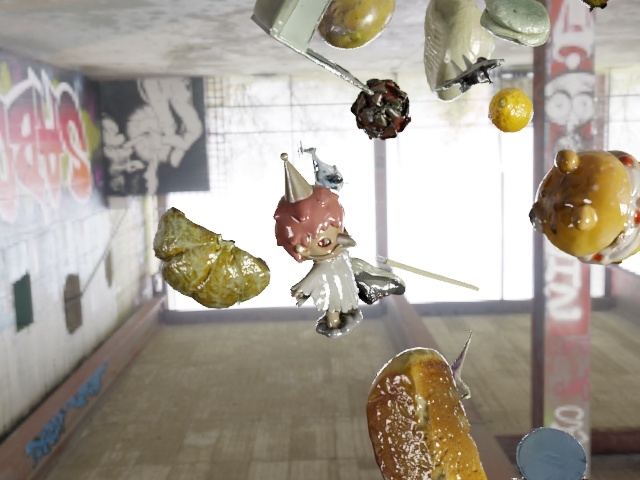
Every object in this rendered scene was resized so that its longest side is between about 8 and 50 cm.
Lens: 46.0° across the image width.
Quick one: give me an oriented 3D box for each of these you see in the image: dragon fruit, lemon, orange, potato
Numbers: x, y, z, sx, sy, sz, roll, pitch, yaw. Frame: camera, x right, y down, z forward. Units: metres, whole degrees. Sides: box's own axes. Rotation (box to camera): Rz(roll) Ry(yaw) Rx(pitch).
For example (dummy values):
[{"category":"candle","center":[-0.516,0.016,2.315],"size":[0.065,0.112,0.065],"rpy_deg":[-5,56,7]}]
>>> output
[{"category":"dragon fruit","center":[0.175,-0.369,2.138],"size":[0.182,0.182,0.189],"rpy_deg":[0,-143,15]},{"category":"lemon","center":[0.613,-0.423,2.444],"size":[0.142,0.142,0.187],"rpy_deg":[3,171,29]},{"category":"orange","center":[-0.330,0.077,2.188],"size":[0.368,0.210,0.271],"rpy_deg":[29,170,-13]},{"category":"potato","center":[0.080,-0.580,1.871],"size":[0.229,0.229,0.266],"rpy_deg":[0,-142,9]}]

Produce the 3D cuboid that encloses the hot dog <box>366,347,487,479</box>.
[{"category":"hot dog","center":[0.227,0.466,1.759],"size":[0.185,0.405,0.223],"rpy_deg":[-2,160,-44]}]

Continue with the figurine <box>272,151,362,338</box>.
[{"category":"figurine","center":[0.000,0.000,1.485],"size":[0.166,0.387,0.207],"rpy_deg":[3,-154,36]}]

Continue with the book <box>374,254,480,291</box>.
[{"category":"book","center":[0.263,0.081,1.887],"size":[0.241,0.018,0.170],"rpy_deg":[17,-179,-5]}]

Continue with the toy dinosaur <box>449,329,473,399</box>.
[{"category":"toy dinosaur","center":[0.447,0.443,2.563],"size":[0.251,0.200,0.072],"rpy_deg":[-22,173,-2]}]

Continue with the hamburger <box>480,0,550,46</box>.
[{"category":"hamburger","center":[0.318,-0.349,1.205],"size":[0.121,0.054,0.084],"rpy_deg":[9,-133,-14]}]

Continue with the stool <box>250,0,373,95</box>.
[{"category":"stool","center":[0.040,-0.473,1.510],"size":[0.269,0.244,0.170],"rpy_deg":[24,-163,-28]}]

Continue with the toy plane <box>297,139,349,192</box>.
[{"category":"toy plane","center":[0.010,-0.242,2.457],"size":[0.107,0.273,0.182],"rpy_deg":[-16,-140,12]}]

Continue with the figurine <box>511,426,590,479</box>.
[{"category":"figurine","center":[0.652,0.737,2.151],"size":[0.276,0.388,0.248],"rpy_deg":[19,-123,27]}]

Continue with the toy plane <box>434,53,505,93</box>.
[{"category":"toy plane","center":[0.391,-0.414,1.871],"size":[0.192,0.088,0.262],"rpy_deg":[-24,-163,-6]}]

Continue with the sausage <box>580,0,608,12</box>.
[{"category":"sausage","center":[0.340,-0.492,1.209],"size":[0.371,0.082,0.082],"rpy_deg":[25,174,-27]}]

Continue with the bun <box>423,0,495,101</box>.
[{"category":"bun","center":[0.445,-0.620,2.404],"size":[0.213,0.361,0.361],"rpy_deg":[-4,-173,-1]}]

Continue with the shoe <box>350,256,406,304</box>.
[{"category":"shoe","center":[0.133,0.127,2.097],"size":[0.227,0.112,0.099],"rpy_deg":[25,157,-22]}]

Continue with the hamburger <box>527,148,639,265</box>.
[{"category":"hamburger","center":[0.620,-0.082,1.745],"size":[0.236,0.276,0.276],"rpy_deg":[10,180,-34]}]
